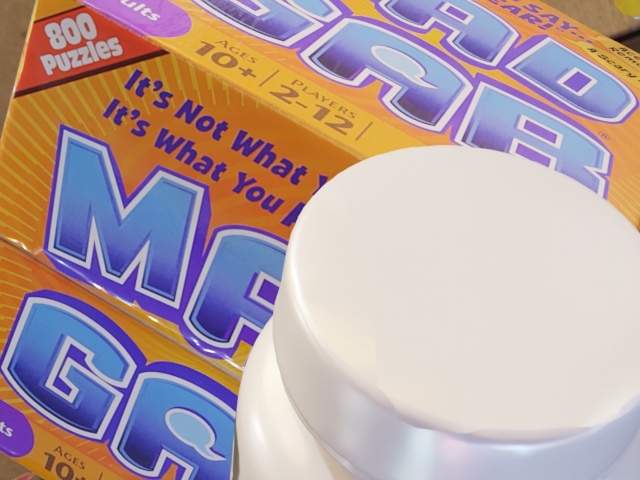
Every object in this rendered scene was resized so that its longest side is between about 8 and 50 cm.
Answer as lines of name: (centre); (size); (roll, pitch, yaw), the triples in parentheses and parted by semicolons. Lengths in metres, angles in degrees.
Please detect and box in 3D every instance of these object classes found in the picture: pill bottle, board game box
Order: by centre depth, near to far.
pill bottle: (0.041, 0.109, 0.486); (0.161, 0.161, 0.283); (30, 139, 19)
board game box: (0.000, 0.000, 0.835); (0.356, 0.356, 0.356); (29, 124, 6)

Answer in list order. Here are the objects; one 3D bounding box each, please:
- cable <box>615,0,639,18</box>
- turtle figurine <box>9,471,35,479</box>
cable: (0.253, -0.236, 0.881); (0.139, 0.287, 0.072); (-4, 79, 38)
turtle figurine: (-0.284, 0.354, 1.443); (0.087, 0.270, 0.217); (-26, 80, 48)
